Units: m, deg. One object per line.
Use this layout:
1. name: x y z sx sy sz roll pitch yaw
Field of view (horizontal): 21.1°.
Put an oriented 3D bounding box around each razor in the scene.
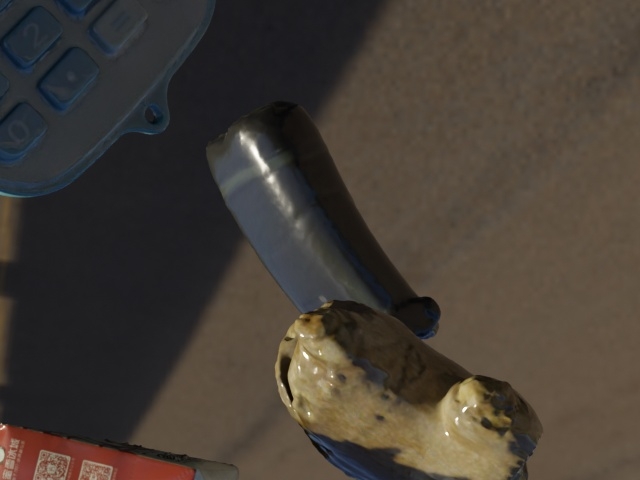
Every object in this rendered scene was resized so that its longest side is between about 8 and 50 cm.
1. razor: -0.002 0.000 2.038 0.113 0.349 0.204 -33 179 -23

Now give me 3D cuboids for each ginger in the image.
1. ginger: 0.083 0.148 1.499 0.276 0.130 0.221 42 156 -17

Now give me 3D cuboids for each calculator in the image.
1. calculator: -0.223 -0.200 0.976 0.386 0.256 0.054 46 150 -14

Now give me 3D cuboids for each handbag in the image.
1. handbag: -0.251 0.278 1.798 0.298 0.151 0.171 9 175 14
